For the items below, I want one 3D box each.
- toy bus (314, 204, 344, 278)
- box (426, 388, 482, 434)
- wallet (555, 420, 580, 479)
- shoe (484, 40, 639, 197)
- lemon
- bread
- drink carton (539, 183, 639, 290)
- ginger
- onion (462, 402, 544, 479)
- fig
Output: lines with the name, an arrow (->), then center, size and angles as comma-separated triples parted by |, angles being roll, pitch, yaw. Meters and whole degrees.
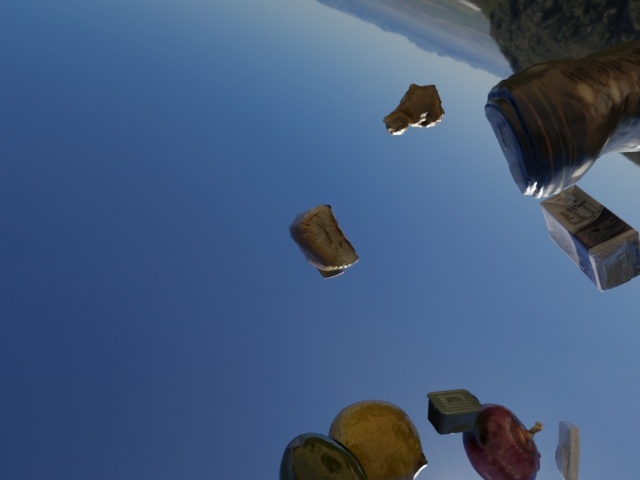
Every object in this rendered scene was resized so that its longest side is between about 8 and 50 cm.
toy bus -> 0.013, -0.001, 0.892 | 0.058, 0.072, 0.172 | -19, -142, 12
box -> 0.318, 0.412, 1.024 | 0.123, 0.068, 0.084 | 0, -165, -13
wallet -> 0.568, 0.483, 0.984 | 0.032, 0.124, 0.183 | 6, 166, 25
shoe -> 0.377, -0.178, 0.602 | 0.384, 0.237, 0.171 | -16, -96, -63
lemon -> 0.131, 0.528, 1.097 | 0.254, 0.228, 0.228 | 11, -151, -1
bread -> 0.002, 0.001, 0.750 | 0.125, 0.082, 0.106 | 57, 176, -5
drink carton -> 0.620, -0.012, 0.989 | 0.134, 0.102, 0.222 | 50, -165, -33
ginger -> 0.194, -0.254, 0.862 | 0.096, 0.067, 0.165 | 33, -119, 7
onion -> 0.457, 0.527, 1.110 | 0.201, 0.200, 0.207 | 26, -122, 3
fig -> -0.001, 0.501, 0.898 | 0.191, 0.181, 0.181 | 54, -150, -4
